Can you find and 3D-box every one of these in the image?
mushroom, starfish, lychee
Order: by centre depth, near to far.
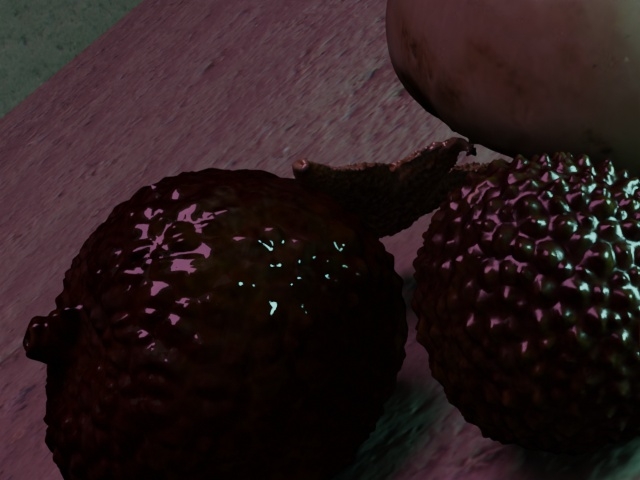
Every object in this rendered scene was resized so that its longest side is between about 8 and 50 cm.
[{"bbox_3d":[0.142,0.034,0.962,0.188,0.188,0.188,-29,19,11],"label":"lychee"},{"bbox_3d":[-0.070,0.075,1.105,0.260,0.260,0.260,-29,19,11],"label":"lychee"},{"bbox_3d":[0.223,-0.119,1.125,0.362,0.294,0.362,5,18,-2],"label":"mushroom"},{"bbox_3d":[0.048,-0.021,1.283,0.295,0.048,0.231,-7,-29,-47],"label":"starfish"}]
